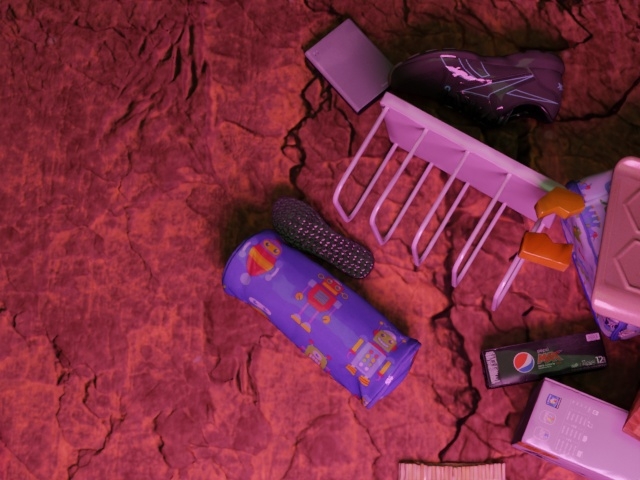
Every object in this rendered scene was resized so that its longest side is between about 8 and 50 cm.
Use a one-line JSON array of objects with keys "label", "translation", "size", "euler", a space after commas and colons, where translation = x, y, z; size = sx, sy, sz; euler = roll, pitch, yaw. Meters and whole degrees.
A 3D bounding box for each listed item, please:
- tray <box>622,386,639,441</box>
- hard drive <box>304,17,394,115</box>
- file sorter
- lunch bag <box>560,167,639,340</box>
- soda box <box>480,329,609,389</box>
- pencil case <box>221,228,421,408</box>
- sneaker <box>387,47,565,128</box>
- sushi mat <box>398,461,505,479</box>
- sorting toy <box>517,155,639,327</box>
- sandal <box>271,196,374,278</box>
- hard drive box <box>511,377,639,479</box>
[{"label": "tray", "translation": [0.550, 0.134, 1.206], "size": [0.203, 0.076, 0.411], "euler": [30, 51, 13]}, {"label": "hard drive", "translation": [0.053, -0.275, 1.496], "size": [0.094, 0.022, 0.135], "euler": [-39, 75, -4]}, {"label": "file sorter", "translation": [0.176, -0.048, 1.339], "size": [0.278, 0.193, 0.173], "euler": [31, 85, 13]}, {"label": "lunch bag", "translation": [0.402, 0.025, 1.300], "size": [0.090, 0.176, 0.219], "euler": [-18, 72, 6]}, {"label": "soda box", "translation": [0.314, 0.170, 1.332], "size": [0.169, 0.060, 0.053], "euler": [-10, 76, 4]}, {"label": "pencil case", "translation": [-0.005, 0.110, 1.356], "size": [0.306, 0.133, 0.119], "euler": [37, 57, 13]}, {"label": "sneaker", "translation": [0.235, -0.228, 1.421], "size": [0.267, 0.101, 0.106], "euler": [0, 80, 5]}, {"label": "sushi mat", "translation": [0.180, 0.465, 1.294], "size": [0.151, 0.019, 0.316], "euler": [1, 76, 6]}, {"label": "sorting toy", "translation": [0.411, 0.006, 1.191], "size": [0.307, 0.041, 0.229], "euler": [18, 63, 3]}, {"label": "sandal", "translation": [0.000, 0.000, 1.430], "size": [0.179, 0.040, 0.067], "euler": [34, 88, -1]}, {"label": "hard drive box", "translation": [0.380, 0.272, 1.236], "size": [0.232, 0.181, 0.089], "euler": [21, 80, 12]}]
